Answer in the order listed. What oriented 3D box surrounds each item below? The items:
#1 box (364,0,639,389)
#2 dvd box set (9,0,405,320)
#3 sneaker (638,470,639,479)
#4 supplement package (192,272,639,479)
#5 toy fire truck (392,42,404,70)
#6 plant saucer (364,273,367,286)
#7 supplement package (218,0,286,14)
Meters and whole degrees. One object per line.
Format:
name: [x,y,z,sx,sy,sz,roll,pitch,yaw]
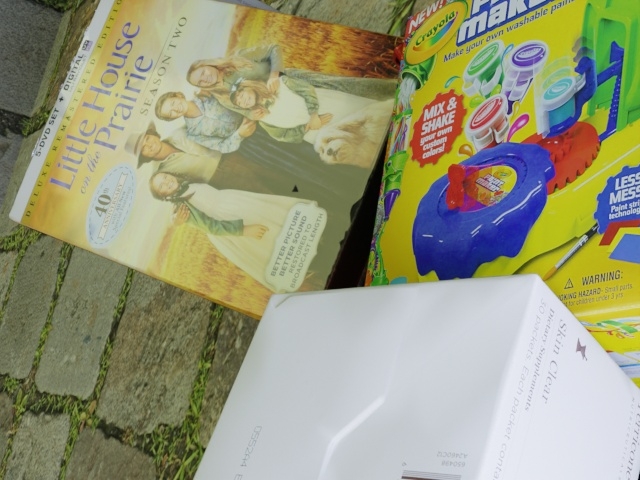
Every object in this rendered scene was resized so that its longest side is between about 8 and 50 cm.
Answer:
box: [0.196,-0.049,0.662,0.290,0.177,0.279,-19,55,53]
dvd box set: [-0.115,-0.099,1.032,0.420,0.062,0.307,20,84,31]
sneaker: [0.189,0.138,0.645,0.152,0.085,0.058,24,93,60]
supplement package: [0.039,0.170,0.547,0.204,0.145,0.261,-7,52,43]
toy fire truck: [0.142,-0.194,0.826,0.047,0.135,0.192,60,167,5]
plant saucer: [0.041,0.128,0.831,0.259,0.048,0.258,88,-166,-77]
supplement package: [-0.139,-0.161,1.253,0.198,0.199,0.262,7,78,59]
